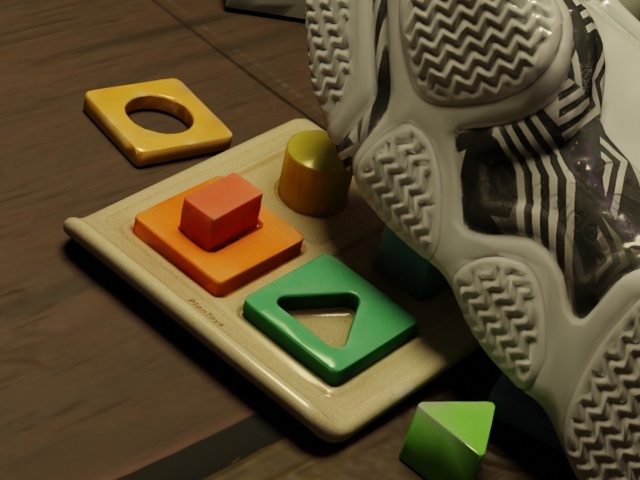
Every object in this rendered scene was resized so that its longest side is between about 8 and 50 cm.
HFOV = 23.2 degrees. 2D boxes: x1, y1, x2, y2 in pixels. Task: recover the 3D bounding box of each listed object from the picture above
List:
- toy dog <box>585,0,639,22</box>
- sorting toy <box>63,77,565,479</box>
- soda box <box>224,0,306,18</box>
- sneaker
[{"bbox_3d":[0.184,-0.178,0.904,0.220,0.161,0.334,37,62,1],"label":"toy dog"},{"bbox_3d":[0.000,0.000,0.776,0.347,0.047,0.196,36,39,26],"label":"sorting toy"},{"bbox_3d":[0.078,-0.194,1.041,0.286,0.091,0.098,7,35,-13],"label":"soda box"},{"bbox_3d":[0.147,-0.031,0.753,0.210,0.137,0.366,-12,64,-48],"label":"sneaker"}]
